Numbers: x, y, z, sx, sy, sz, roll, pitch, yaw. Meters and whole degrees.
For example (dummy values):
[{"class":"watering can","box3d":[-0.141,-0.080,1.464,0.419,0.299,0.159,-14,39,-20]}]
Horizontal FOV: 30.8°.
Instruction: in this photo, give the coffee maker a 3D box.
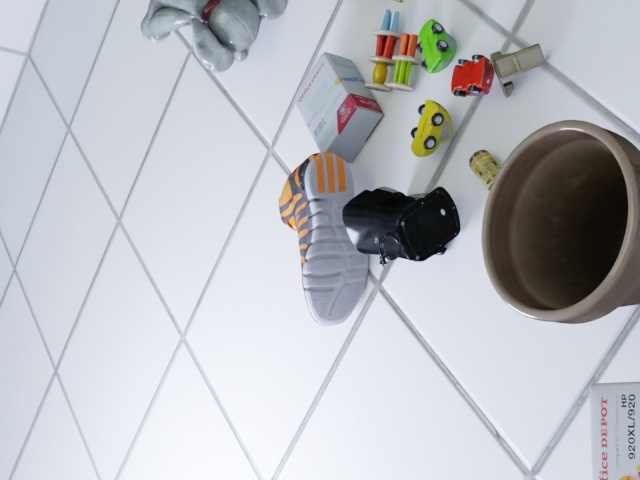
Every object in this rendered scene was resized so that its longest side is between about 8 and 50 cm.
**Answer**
[{"class":"coffee maker","box3d":[0.117,-0.029,1.965,0.178,0.171,0.120,6,103,57]}]

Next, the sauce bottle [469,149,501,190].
[{"class":"sauce bottle","box3d":[0.283,-0.096,1.859,0.042,0.042,0.128,-61,40,25]}]

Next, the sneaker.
[{"class":"sneaker","box3d":[0.000,0.000,2.188,0.180,0.124,0.321,171,101,-69]}]

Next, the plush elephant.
[{"class":"plush elephant","box3d":[-0.224,-0.495,2.529,0.255,0.272,0.330,51,169,5]}]

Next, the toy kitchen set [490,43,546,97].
[{"class":"toy kitchen set","box3d":[0.321,-0.275,1.868,0.083,0.075,0.068,-87,-25,-73]}]

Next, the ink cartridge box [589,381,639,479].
[{"class":"ink cartridge box","box3d":[0.466,0.256,1.401,0.232,0.168,0.171,-12,73,54]}]

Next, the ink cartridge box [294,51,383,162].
[{"class":"ink cartridge box","box3d":[0.033,-0.256,2.223,0.127,0.072,0.175,-55,42,31]}]

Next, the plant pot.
[{"class":"plant pot","box3d":[0.383,-0.011,1.533,0.263,0.229,0.263,-19,67,52]}]

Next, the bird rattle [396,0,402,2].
[{"class":"bird rattle","box3d":[0.089,-0.549,2.220,0.207,0.143,0.253,-61,25,7]}]

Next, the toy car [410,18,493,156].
[{"class":"toy car","box3d":[0.217,-0.283,1.981,0.239,0.053,0.225,-51,39,46]}]

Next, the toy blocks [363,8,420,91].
[{"class":"toy blocks","box3d":[0.137,-0.348,2.117,0.123,0.054,0.148,9,89,56]}]
